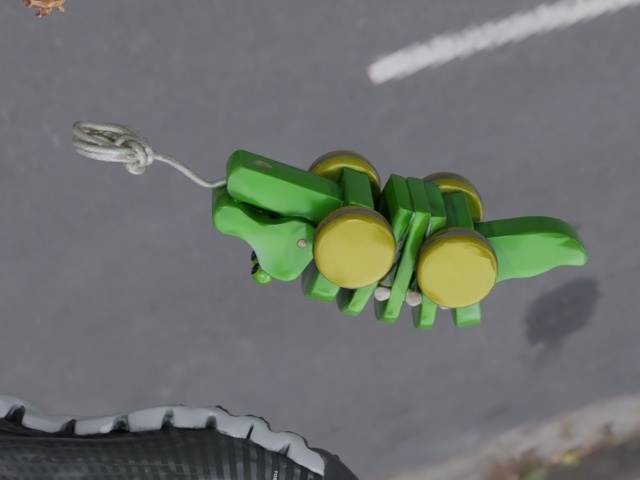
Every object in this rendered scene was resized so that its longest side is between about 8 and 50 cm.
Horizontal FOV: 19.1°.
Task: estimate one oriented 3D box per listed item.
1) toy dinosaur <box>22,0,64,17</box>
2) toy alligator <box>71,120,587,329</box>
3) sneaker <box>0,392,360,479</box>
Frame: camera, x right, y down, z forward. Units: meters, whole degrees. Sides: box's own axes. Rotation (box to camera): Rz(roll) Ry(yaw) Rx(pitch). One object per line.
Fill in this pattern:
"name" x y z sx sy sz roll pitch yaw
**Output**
"toy dinosaur" -0.182 -0.280 0.933 0.218 0.321 0.164 -16 167 -10
"toy alligator" 0.000 0.000 0.681 0.190 0.056 0.051 11 116 -10
"sneaker" -0.096 0.112 0.732 0.234 0.106 0.078 11 134 9
